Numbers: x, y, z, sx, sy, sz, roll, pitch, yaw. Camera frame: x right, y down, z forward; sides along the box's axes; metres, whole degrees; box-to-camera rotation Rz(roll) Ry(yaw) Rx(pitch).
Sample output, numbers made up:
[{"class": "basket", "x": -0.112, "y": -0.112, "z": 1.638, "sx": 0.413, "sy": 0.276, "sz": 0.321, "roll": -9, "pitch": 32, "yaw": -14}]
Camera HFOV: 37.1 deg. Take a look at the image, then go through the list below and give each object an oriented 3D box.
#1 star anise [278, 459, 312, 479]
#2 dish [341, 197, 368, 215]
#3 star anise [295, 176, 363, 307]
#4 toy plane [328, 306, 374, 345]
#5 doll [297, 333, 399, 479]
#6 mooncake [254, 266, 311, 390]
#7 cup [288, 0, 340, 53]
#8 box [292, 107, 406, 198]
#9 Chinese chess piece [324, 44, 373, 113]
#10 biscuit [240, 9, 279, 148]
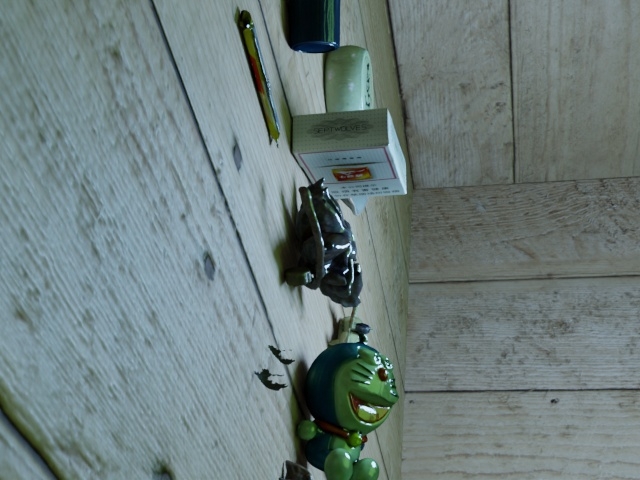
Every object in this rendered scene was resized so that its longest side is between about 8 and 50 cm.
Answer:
[{"class": "star anise", "x": -0.034, "y": 0.543, "z": 1.781, "sx": 0.230, "sy": 0.081, "sz": 0.262, "roll": 86, "pitch": 2, "yaw": -77}, {"class": "dish", "x": 0.074, "y": -0.180, "z": 2.464, "sx": 0.229, "sy": 0.081, "sz": 0.229, "roll": 8, "pitch": 90, "yaw": -73}, {"class": "star anise", "x": 0.000, "y": 0.000, "z": 1.995, "sx": 0.316, "sy": 0.139, "sz": 0.359, "roll": -104, "pitch": 176, "yaw": -65}, {"class": "toy plane", "x": 0.079, "y": 0.238, "z": 2.403, "sx": 0.244, "sy": 0.092, "sz": 0.229, "roll": -40, "pitch": 143, "yaw": -72}, {"class": "doll", "x": 0.051, "y": 0.351, "z": 2.007, "sx": 0.198, "sy": 0.186, "sz": 0.321, "roll": 34, "pitch": 66, "yaw": -38}, {"class": "mooncake", "x": -0.059, "y": 0.142, "z": 1.762, "sx": 0.347, "sy": 0.150, "sz": 0.057, "roll": -54, "pitch": 134, "yaw": -49}, {"class": "cup", "x": -0.009, "y": -0.479, "z": 2.067, "sx": 0.150, "sy": 0.114, "sz": 0.138, "roll": 10, "pitch": 79, "yaw": -77}, {"class": "box", "x": 0.072, "y": -0.188, "z": 2.150, "sx": 0.330, "sy": 0.210, "sz": 0.095, "roll": 56, "pitch": 32, "yaw": -70}, {"class": "Chinese chess piece", "x": 0.079, "y": -0.389, "z": 2.520, "sx": 0.250, "sy": 0.101, "sz": 0.250, "roll": -2, "pitch": 90, "yaw": -79}, {"class": "biscuit", "x": -0.105, "y": -0.291, "z": 1.757, "sx": 0.292, "sy": 0.026, "sz": 0.048, "roll": 76, "pitch": 12, "yaw": -46}]
